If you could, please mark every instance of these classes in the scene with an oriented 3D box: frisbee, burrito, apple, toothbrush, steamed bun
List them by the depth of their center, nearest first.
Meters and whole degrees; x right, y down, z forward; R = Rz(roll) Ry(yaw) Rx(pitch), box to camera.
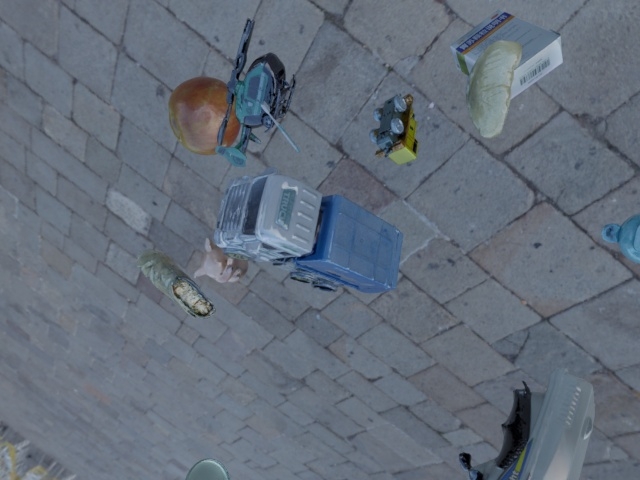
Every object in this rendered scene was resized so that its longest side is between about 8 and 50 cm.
[{"bbox_3d":[-0.202,0.055,0.567,0.149,0.041,0.055,30,168,35],"label":"burrito"},{"bbox_3d":[-0.247,0.538,0.907,0.110,0.110,0.014,44,124,-10],"label":"frisbee"},{"bbox_3d":[-0.091,-0.265,0.983,0.011,0.014,0.167,3,152,32],"label":"toothbrush"},{"bbox_3d":[0.422,-0.388,1.042,0.110,0.231,0.213,12,122,11],"label":"steamed bun"},{"bbox_3d":[-0.464,-0.482,1.626,0.301,0.301,0.302,15,132,18],"label":"apple"}]

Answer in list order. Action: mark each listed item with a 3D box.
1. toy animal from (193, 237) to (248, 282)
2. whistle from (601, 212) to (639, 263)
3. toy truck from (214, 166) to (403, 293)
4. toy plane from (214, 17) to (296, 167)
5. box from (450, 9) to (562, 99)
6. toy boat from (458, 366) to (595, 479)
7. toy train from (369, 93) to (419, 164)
[{"bbox_3d":[-0.208,0.054,0.902,0.089,0.084,0.150,-5,159,22],"label":"toy animal"},{"bbox_3d":[0.506,0.011,0.507,0.273,0.093,0.186,13,97,32],"label":"whistle"},{"bbox_3d":[0.000,0.000,0.759,0.367,0.146,0.175,23,159,-40],"label":"toy truck"},{"bbox_3d":[-0.170,-0.324,1.029,0.155,0.106,0.382,28,136,1],"label":"toy plane"},{"bbox_3d":[0.596,-0.609,1.355,0.200,0.299,0.106,-35,135,9],"label":"box"},{"bbox_3d":[0.276,0.301,0.563,0.141,0.269,0.141,43,165,15],"label":"toy boat"},{"bbox_3d":[0.206,-0.295,1.104,0.127,0.219,0.089,32,148,-34],"label":"toy train"}]
